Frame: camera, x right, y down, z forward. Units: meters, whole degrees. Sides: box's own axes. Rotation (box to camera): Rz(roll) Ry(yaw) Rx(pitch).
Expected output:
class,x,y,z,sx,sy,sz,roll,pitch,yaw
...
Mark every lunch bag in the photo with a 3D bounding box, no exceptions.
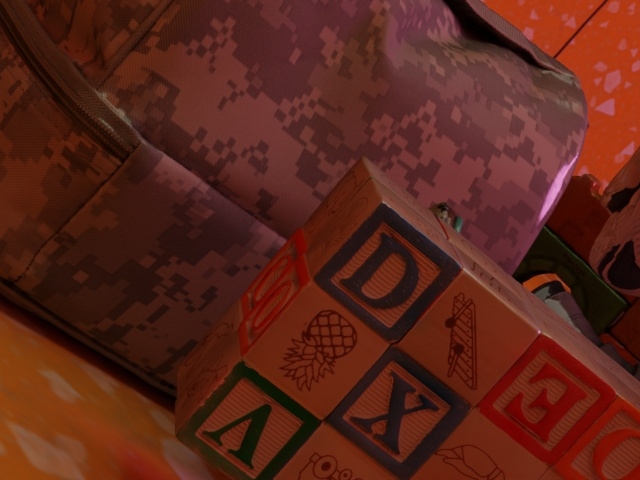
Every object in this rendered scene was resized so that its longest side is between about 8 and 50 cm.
class,x,y,z,sx,sy,sz,roll,pitch,yaw
lunch bag,-0.027,-0.060,0.920,0.305,0.256,0.212,36,11,-35

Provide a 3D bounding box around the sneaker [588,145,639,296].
class,x,y,z,sx,sy,sz,roll,pitch,yaw
sneaker,0.265,0.014,1.172,0.153,0.094,0.235,36,12,-1

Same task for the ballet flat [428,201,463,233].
class,x,y,z,sx,sy,sz,roll,pitch,yaw
ballet flat,0.012,0.058,0.834,0.070,0.188,0.070,13,29,-7

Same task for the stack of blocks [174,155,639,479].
class,x,y,z,sx,sy,sz,roll,pitch,yaw
stack of blocks,0.078,0.126,0.761,0.297,0.171,0.087,39,9,-13

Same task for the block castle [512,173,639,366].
class,x,y,z,sx,sy,sz,roll,pitch,yaw
block castle,0.146,0.049,1.294,0.453,0.213,0.303,44,9,13

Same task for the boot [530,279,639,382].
class,x,y,z,sx,sy,sz,roll,pitch,yaw
boot,0.206,0.101,1.041,0.223,0.338,0.118,48,-33,18
